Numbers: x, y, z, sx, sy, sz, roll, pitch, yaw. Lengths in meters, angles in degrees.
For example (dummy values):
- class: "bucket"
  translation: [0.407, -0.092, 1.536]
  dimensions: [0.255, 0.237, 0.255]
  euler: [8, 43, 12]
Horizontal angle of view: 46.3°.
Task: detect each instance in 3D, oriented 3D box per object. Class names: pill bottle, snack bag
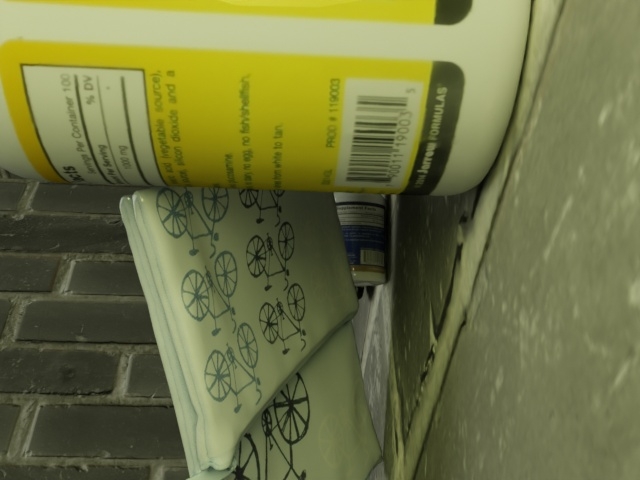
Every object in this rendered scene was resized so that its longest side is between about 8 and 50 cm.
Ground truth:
- class: "pill bottle"
  translation: [-0.076, -0.122, 0.402]
  dimensions: [0.188, 0.334, 0.187]
  euler: [-178, 90, -87]
- class: "snack bag"
  translation: [-0.022, 0.099, 0.588]
  dimensions: [0.323, 0.037, 0.342]
  euler: [-33, -66, -67]
- class: "pill bottle"
  translation: [0.036, -0.014, 0.780]
  dimensions: [0.067, 0.067, 0.120]
  euler: [107, 164, -80]

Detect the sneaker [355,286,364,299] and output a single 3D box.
- class: "sneaker"
  translation: [0.000, 0.000, 0.983]
  dimensions: [0.279, 0.118, 0.107]
  euler: [-96, 8, -71]
